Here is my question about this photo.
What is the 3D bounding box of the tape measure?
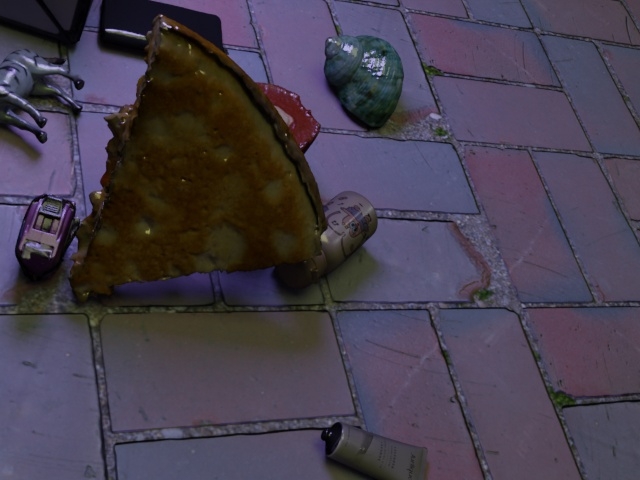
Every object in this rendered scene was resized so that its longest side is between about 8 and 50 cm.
[{"bbox_3d":[-0.401,-0.004,1.297,0.074,0.118,0.125,18,66,-10],"label":"tape measure"}]

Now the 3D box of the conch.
[{"bbox_3d":[0.086,-0.339,1.797,0.188,0.122,0.176,31,72,1],"label":"conch"}]

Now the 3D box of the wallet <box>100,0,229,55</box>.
[{"bbox_3d":[-0.297,-0.404,1.698,0.250,0.044,0.149,8,49,-22],"label":"wallet"}]

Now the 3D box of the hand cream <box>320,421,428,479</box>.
[{"bbox_3d":[0.083,0.327,1.348,0.186,0.054,0.087,25,53,-18],"label":"hand cream"}]

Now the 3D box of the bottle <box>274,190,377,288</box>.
[{"bbox_3d":[0.000,0.000,1.516,0.110,0.097,0.209,22,42,28],"label":"bottle"}]

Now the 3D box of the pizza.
[{"bbox_3d":[-0.227,-0.073,1.317,0.440,0.406,0.130,55,0,-28],"label":"pizza"}]

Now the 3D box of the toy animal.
[{"bbox_3d":[-0.500,-0.227,1.434,0.170,0.090,0.255,44,46,13],"label":"toy animal"}]

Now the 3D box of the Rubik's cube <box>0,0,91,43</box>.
[{"bbox_3d":[-0.510,-0.578,1.536,0.305,0.310,0.307,18,48,-16],"label":"Rubik's cube"}]

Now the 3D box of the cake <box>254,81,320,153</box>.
[{"bbox_3d":[-0.137,-0.158,1.525,0.177,0.151,0.283,41,53,0],"label":"cake"}]
